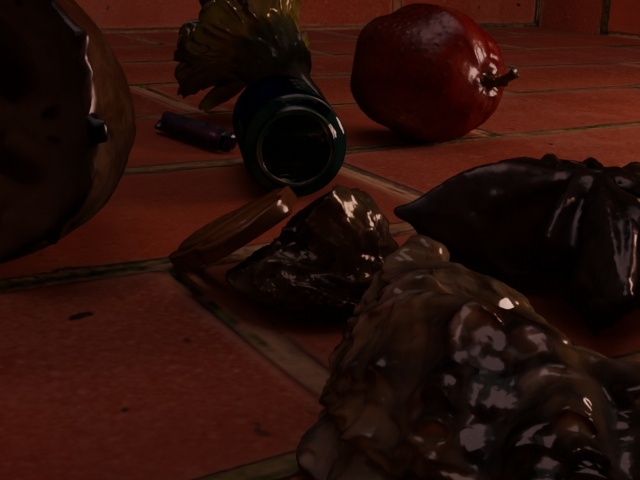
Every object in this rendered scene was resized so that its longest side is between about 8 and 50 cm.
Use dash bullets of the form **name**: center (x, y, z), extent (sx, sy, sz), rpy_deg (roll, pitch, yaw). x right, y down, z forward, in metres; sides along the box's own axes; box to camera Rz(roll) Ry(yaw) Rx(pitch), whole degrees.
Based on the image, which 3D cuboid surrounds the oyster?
- **oyster**: center (0.112, 0.079, 0.447), extent (0.237, 0.115, 0.351), rpy_deg (-3, 18, -17)

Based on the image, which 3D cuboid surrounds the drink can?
- **drink can**: center (-0.041, -0.128, 1.083), extent (0.118, 0.118, 0.205), rpy_deg (-1, 19, -9)

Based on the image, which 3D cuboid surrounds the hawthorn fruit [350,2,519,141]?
- **hawthorn fruit**: center (0.168, -0.233, 1.316), extent (0.205, 0.205, 0.253), rpy_deg (-13, 24, -40)

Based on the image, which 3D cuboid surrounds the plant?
- **plant**: center (-0.070, -0.308, 1.418), extent (0.297, 0.261, 0.305), rpy_deg (16, 12, 40)

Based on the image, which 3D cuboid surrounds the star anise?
- **star anise**: center (0.216, -0.007, 0.753), extent (0.315, 0.108, 0.315), rpy_deg (2, 21, -1)

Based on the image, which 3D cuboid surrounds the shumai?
- **shumai**: center (0.006, 0.009, 0.718), extent (0.139, 0.105, 0.123), rpy_deg (21, 0, -37)

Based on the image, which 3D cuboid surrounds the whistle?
- **whistle**: center (-0.174, -0.151, 1.279), extent (0.033, 0.033, 0.176), rpy_deg (-13, 23, -39)

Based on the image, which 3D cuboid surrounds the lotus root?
- **lotus root**: center (-0.298, -0.096, 0.797), extent (0.316, 0.316, 0.250), rpy_deg (4, -1, 6)

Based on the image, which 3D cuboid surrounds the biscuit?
- **biscuit**: center (-0.068, -0.013, 0.757), extent (0.118, 0.023, 0.140), rpy_deg (-35, 9, -30)
